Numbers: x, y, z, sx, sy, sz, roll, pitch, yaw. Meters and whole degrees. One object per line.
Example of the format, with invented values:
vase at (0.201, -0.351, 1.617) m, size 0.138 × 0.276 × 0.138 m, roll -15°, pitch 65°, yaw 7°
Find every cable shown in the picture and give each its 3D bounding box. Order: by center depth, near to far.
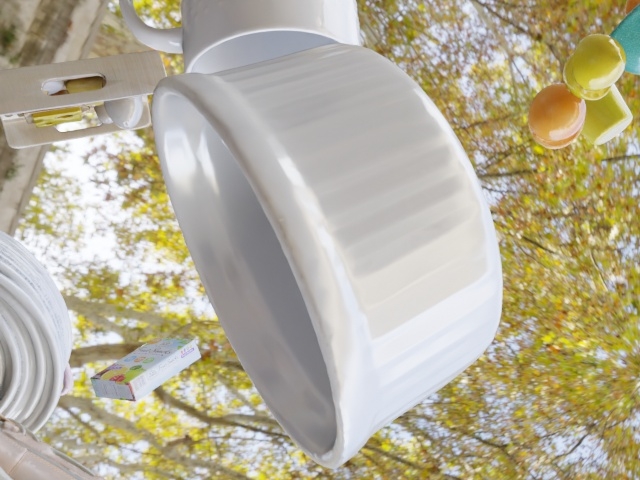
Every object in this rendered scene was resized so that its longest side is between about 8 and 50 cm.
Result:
cable at (-0.375, 0.100, 0.737) m, size 0.257 × 0.089 × 0.257 m, roll -39°, pitch -72°, yaw 11°

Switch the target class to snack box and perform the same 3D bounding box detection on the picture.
snack box at (-0.273, 0.199, 1.183) m, size 0.100 × 0.141 × 0.037 m, roll -3°, pitch -71°, yaw 39°

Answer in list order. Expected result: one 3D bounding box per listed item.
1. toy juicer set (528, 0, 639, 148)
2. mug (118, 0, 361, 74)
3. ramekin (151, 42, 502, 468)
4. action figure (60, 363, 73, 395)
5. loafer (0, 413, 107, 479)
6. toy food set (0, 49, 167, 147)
toy juicer set at (0.322, -0.215, 0.743) m, size 0.089 × 0.209 × 0.329 m, roll 59°, pitch -42°, yaw 18°
mug at (-0.133, -0.400, 1.205) m, size 0.374 × 0.276 × 0.328 m, roll -4°, pitch -107°, yaw -3°
ramekin at (0.000, 0.000, 0.527) m, size 0.135 × 0.277 × 0.277 m, roll -25°, pitch -112°, yaw -19°
action figure at (-0.671, 0.276, 1.493) m, size 0.370 × 0.276 × 0.248 m, roll -52°, pitch -127°, yaw 50°
loafer at (-0.116, 0.095, 0.292) m, size 0.125 × 0.039 × 0.045 m, roll 32°, pitch -71°, yaw 4°
toy food set at (-0.331, -0.175, 1.037) m, size 0.220 × 0.306 × 0.092 m, roll -13°, pitch -88°, yaw -17°
